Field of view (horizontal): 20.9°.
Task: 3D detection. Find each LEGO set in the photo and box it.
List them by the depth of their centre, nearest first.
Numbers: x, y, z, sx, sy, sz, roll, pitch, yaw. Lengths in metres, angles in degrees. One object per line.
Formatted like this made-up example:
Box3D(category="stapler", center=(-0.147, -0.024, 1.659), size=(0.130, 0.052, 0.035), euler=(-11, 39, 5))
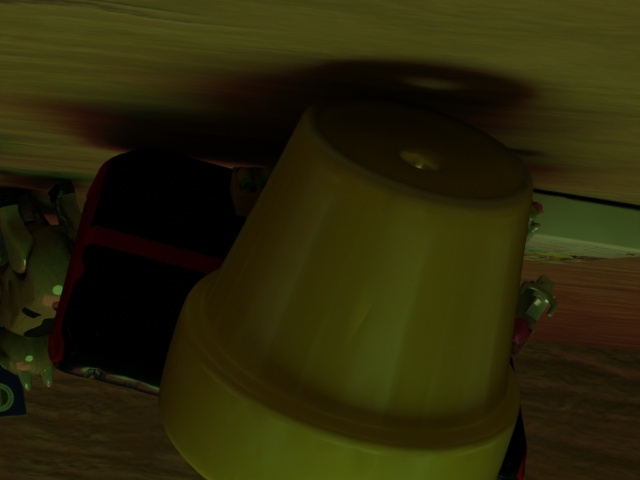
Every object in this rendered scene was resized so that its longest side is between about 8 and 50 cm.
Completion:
Box3D(category="LEGO set", center=(0.075, -0.029, 1.411), size=(0.287, 0.132, 0.107), euler=(28, 155, -2))

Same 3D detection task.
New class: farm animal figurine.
Box3D(category="farm animal figurine", center=(-0.296, 0.062, 1.894), size=(0.330, 0.172, 0.327), euler=(-19, 165, -17))

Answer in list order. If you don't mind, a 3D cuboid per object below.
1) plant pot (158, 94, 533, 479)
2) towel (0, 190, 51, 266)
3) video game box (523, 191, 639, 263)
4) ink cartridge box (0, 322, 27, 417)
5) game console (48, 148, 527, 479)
Box3D(category="plant pot", center=(0.036, 0.040, 1.206), size=(0.254, 0.239, 0.254), euler=(15, -156, -7))
Box3D(category="towel", center=(-0.490, 0.030, 2.061), size=(0.370, 0.040, 0.271), euler=(-11, 162, 2))
Box3D(category="video game box", center=(0.195, -0.014, 1.689), size=(0.205, 0.048, 0.187), euler=(8, 171, -24))
Box3D(category="ink cartridge box", center=(-0.515, 0.121, 1.974), size=(0.371, 0.176, 0.069), euler=(0, 159, -30))
Box3D(category="game console", center=(-0.021, 0.058, 1.460), size=(0.386, 0.060, 0.342), euler=(15, -149, -8))
